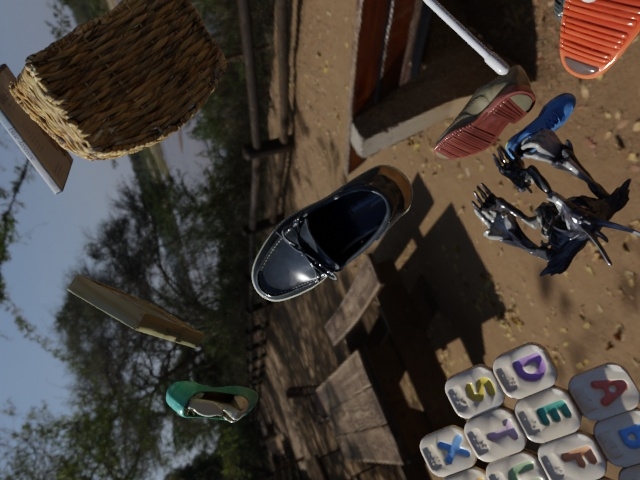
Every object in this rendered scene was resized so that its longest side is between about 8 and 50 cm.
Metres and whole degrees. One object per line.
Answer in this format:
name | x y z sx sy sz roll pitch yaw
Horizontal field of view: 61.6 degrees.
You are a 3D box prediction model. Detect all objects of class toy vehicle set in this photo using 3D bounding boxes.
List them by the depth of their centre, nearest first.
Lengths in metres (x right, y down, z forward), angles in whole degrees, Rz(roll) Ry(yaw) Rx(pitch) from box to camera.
toy vehicle set | -0.359 0.149 1.082 0.166 0.035 0.267 25 169 19

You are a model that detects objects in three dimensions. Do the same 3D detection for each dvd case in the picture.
dvd case | -0.624 -0.241 1.154 0.180 0.022 0.253 -116 1 -56

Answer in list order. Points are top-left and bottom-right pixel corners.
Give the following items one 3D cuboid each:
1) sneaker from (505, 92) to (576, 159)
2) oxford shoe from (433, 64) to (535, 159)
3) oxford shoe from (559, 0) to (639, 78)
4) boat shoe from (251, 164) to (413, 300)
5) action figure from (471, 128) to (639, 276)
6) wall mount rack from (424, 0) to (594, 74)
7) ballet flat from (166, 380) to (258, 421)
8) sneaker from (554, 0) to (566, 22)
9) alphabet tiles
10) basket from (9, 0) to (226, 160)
sneaker | 0.564 -0.282 1.356 0.069 0.209 0.082 43 -162 -11
oxford shoe | 0.454 -0.351 1.520 0.348 0.123 0.130 -34 44 48
oxford shoe | 0.357 -0.315 0.596 0.097 0.098 0.271 38 135 29
boat shoe | 0.000 0.000 1.293 0.187 0.500 0.156 52 -152 -4
action figure | 0.296 -0.053 0.737 0.141 0.164 0.275 33 -172 -16
wall mount rack | 0.199 -0.389 0.675 0.350 0.130 0.304 144 117 -82
ballet flat | -0.226 0.371 1.200 0.087 0.247 0.083 30 95 48
sneaker | 0.512 -0.520 0.934 0.109 0.130 0.286 36 128 10
alphabet tiles | 0.272 0.278 0.654 0.021 0.278 0.284 4 -121 -64
basket | -0.339 -0.272 0.938 0.223 0.299 0.213 4 134 54
